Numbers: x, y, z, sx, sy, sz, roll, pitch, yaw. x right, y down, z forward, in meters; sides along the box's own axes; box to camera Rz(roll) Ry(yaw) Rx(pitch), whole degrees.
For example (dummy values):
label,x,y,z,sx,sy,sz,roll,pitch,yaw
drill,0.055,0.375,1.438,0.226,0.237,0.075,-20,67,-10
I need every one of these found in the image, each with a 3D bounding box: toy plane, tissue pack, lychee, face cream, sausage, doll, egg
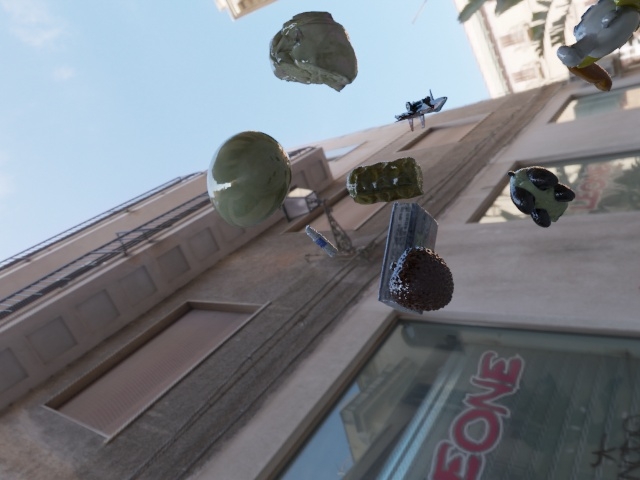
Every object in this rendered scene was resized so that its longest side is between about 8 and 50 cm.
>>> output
label,x,y,z,sx,sy,sz,roll,pitch,yaw
toy plane,0.409,-0.518,1.856,0.223,0.326,0.104,-19,-92,-12
tissue pack,0.354,0.077,1.892,0.288,0.124,0.394,29,-110,-58
lychee,0.281,0.112,1.359,0.194,0.194,0.194,5,-96,-49
face cream,0.000,0.000,1.584,0.130,0.034,0.034,43,-126,-13
sausage,0.846,-0.526,1.503,0.183,0.062,0.054,25,-93,-11
doll,0.634,-0.477,1.050,0.111,0.252,0.237,49,-153,12
doll,0.685,-0.138,1.490,0.234,0.143,0.135,30,-157,-24
egg,-0.166,-0.134,1.103,0.189,0.253,0.188,16,-135,-16

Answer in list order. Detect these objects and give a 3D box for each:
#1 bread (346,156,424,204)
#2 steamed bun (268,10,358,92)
label,x,y,z,sx,sy,sz,roll,pitch,yaw
bread,0.226,-0.208,1.712,0.130,0.268,0.152,-62,-39,-62
steamed bun,-0.021,-0.624,1.567,0.275,0.320,0.206,-5,-73,-77
